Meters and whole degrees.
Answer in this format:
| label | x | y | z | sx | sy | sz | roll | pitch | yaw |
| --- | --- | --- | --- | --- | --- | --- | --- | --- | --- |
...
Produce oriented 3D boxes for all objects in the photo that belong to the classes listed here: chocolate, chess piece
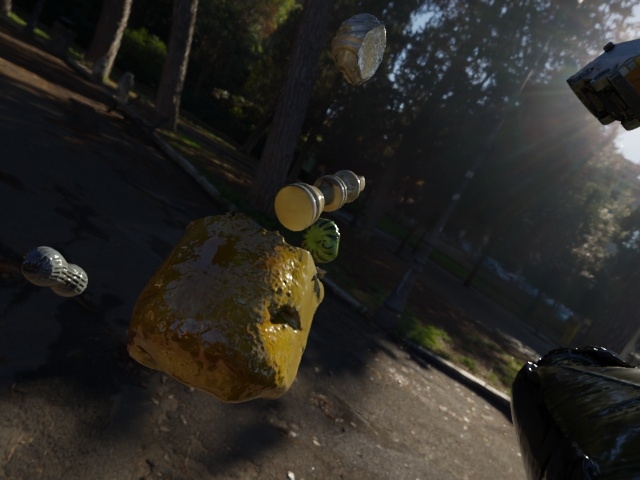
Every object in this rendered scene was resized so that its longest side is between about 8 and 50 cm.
| label | x | y | z | sx | sy | sz | roll | pitch | yaw |
| --- | --- | --- | --- | --- | --- | --- | --- | --- | --- |
| chocolate | -0.517 | 0.063 | 0.869 | 0.072 | 0.072 | 0.167 | 31 | -18 | 18 |
| chess piece | 0.024 | -0.135 | 1.253 | 0.117 | 0.117 | 0.397 | 30 | 29 | 17 |

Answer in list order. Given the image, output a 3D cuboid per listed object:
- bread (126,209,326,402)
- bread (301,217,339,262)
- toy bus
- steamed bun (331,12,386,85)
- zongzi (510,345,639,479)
| label | x | y | z | sx | sy | sz | roll | pitch | yaw |
| --- | --- | --- | --- | --- | --- | --- | --- | --- | --- |
| bread | -0.175 | 0.131 | 0.908 | 0.361 | 0.250 | 0.394 | 21 | 34 | -3 |
| bread | 0.000 | 0.000 | 1.394 | 0.130 | 0.139 | 0.071 | 28 | 8 | 30 |
| toy bus | 0.426 | -0.222 | 0.617 | 0.091 | 0.103 | 0.182 | 47 | 21 | -6 |
| steamed bun | 0.096 | -0.514 | 1.190 | 0.106 | 0.182 | 0.183 | 28 | 8 | 20 |
| zongzi | 0.301 | 0.140 | 0.321 | 0.138 | 0.300 | 0.286 | 63 | 18 | 3 |
